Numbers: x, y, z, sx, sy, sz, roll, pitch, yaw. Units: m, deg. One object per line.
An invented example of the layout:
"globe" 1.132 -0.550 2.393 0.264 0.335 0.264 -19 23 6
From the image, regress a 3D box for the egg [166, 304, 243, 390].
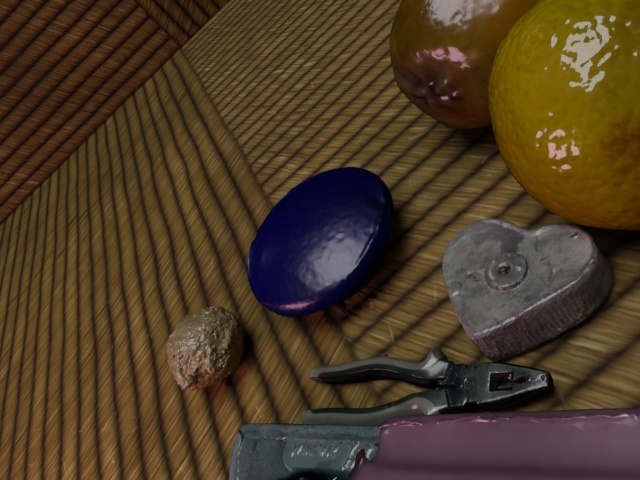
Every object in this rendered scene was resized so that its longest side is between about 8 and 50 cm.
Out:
"egg" -0.182 0.170 0.904 0.140 0.116 0.118 -61 11 -18

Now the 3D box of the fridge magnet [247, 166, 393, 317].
"fridge magnet" 0.000 0.000 0.885 0.265 0.112 0.266 -25 43 26

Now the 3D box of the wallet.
"wallet" 0.004 0.321 0.629 0.341 0.075 0.237 -13 52 36

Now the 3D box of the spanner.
"spanner" 0.110 0.177 0.680 0.324 0.040 0.096 -15 48 37

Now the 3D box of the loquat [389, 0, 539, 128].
"loquat" 0.241 -0.295 0.792 0.284 0.276 0.276 -50 37 -5

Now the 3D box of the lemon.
"lemon" 0.305 -0.145 0.601 0.267 0.267 0.268 -26 42 25

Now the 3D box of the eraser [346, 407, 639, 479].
"eraser" 0.155 0.235 0.346 0.359 0.122 0.272 -20 26 43

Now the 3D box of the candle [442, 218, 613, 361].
"candle" 0.220 0.055 0.660 0.192 0.068 0.169 5 59 50
